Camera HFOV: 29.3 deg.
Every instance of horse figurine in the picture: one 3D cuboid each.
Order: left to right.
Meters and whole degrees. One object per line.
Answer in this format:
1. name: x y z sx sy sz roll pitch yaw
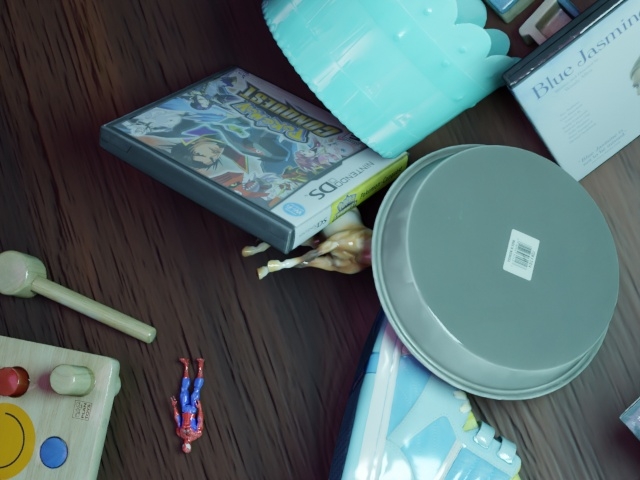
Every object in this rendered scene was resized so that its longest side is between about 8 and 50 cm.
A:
1. horse figurine: 0.000 0.000 1.408 0.175 0.263 0.066 -9 109 -15

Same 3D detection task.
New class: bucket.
1. bucket: 0.078 -0.241 1.387 0.183 0.281 0.281 -38 71 16

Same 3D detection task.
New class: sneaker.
1. sneaker: 0.140 0.185 1.374 0.208 0.127 0.319 18 67 -3

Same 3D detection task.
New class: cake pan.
1. cake pan: 0.200 0.023 1.320 0.293 0.054 0.293 7 70 -18

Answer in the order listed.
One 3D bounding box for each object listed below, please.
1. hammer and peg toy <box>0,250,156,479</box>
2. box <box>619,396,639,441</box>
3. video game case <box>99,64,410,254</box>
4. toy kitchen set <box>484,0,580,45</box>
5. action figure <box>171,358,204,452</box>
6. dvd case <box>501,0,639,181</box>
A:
1. hammer and peg toy: -0.371 0.196 1.518 0.266 0.127 0.361 10 83 19
2. box: 0.406 0.249 1.227 0.059 0.183 0.232 -43 69 5
3. video game case: -0.073 -0.106 1.432 0.275 0.248 0.035 29 129 22
4. toy kitchen set: 0.275 -0.277 1.380 0.122 0.166 0.207 -42 70 7
5. action figure: -0.162 0.203 1.504 0.038 0.030 0.115 -1 81 13
6. dvd case: 0.305 -0.167 1.305 0.180 0.253 0.022 -37 57 8
